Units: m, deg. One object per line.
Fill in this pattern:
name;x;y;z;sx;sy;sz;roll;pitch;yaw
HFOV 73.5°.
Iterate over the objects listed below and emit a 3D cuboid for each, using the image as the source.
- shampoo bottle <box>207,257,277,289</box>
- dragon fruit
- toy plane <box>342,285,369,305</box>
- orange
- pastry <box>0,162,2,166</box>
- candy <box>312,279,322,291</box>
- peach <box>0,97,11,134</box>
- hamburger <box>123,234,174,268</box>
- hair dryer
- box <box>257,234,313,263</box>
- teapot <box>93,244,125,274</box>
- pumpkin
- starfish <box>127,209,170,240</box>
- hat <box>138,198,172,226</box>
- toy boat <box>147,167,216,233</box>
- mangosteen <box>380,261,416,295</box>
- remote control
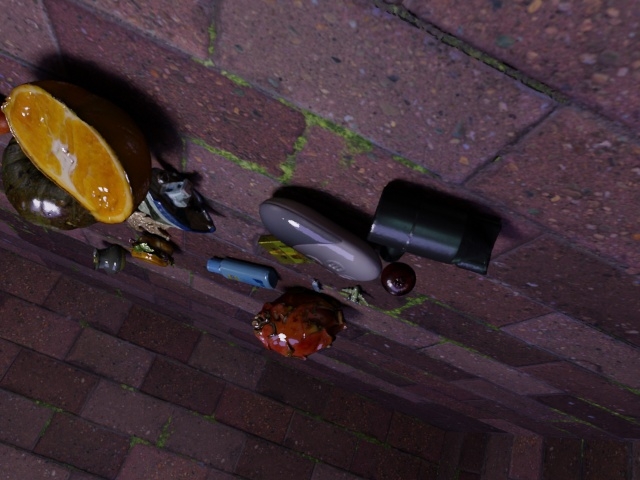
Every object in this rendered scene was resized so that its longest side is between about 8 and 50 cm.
shampoo bottle;-0.284;0.111;1.525;0.259;0.061;0.104;12;151;19
dragon fruit;-0.074;0.296;1.529;0.250;0.315;0.250;58;166;23
toy plane;0.113;0.178;1.385;0.102;0.040;0.111;25;158;16
orange;-0.497;-0.185;0.909;0.310;0.274;0.274;59;167;25
pastry;-0.921;-0.216;1.377;0.169;0.063;0.087;33;161;-33
candy;-0.011;0.156;1.455;0.030;0.020;0.083;13;151;15
peach;-0.823;-0.313;1.066;0.101;0.100;0.100;17;154;9
hamburger;-0.614;0.035;1.573;0.164;0.093;0.189;16;166;5
hair dryer;0.222;0.008;0.934;0.244;0.116;0.302;19;165;4
box;-0.077;0.024;1.243;0.193;0.030;0.121;-4;144;40
teapot;-0.921;0.074;1.858;0.119;0.130;0.166;3;-160;-38
pumpkin;-0.730;-0.141;1.192;0.325;0.232;0.242;28;156;-6
starfish;-0.596;-0.069;1.415;0.299;0.060;0.302;12;167;4
hat;-0.455;-0.112;1.233;0.166;0.081;0.122;15;118;-21
toy boat;-0.358;-0.099;1.121;0.115;0.114;0.262;5;150;21
mangosteen;0.178;0.088;0.982;0.081;0.081;0.081;17;154;9
remote control;0.000;0.000;1.031;0.332;0.103;0.221;32;166;-6
